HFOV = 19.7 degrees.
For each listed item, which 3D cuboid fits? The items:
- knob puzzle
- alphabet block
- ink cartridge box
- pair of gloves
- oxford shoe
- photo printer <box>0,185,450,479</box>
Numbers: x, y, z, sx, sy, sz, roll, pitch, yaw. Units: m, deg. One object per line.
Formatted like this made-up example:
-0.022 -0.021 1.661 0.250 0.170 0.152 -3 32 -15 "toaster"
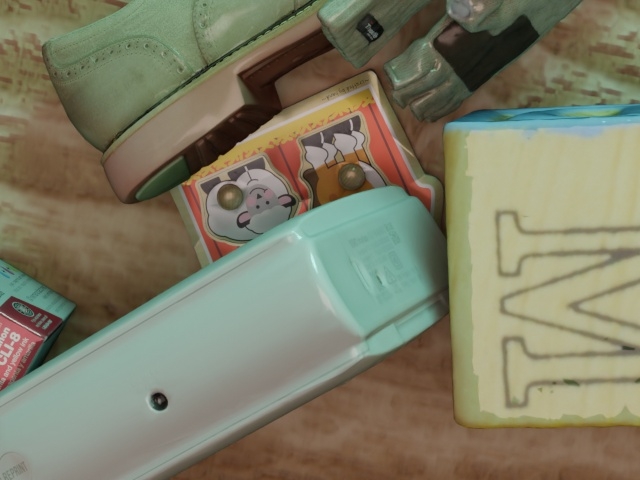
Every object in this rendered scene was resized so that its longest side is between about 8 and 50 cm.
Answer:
0.000 0.000 1.326 0.213 0.030 0.213 0 99 2 "knob puzzle"
0.188 0.011 1.227 0.193 0.192 0.197 -1 96 12 "alphabet block"
-0.287 0.063 1.300 0.176 0.128 0.127 30 99 -3 "ink cartridge box"
0.105 -0.175 1.200 0.204 0.240 0.042 -42 66 9 "pair of gloves"
-0.018 -0.196 1.244 0.397 0.140 0.146 -38 83 3 "oxford shoe"
-0.077 0.083 1.214 0.307 0.256 0.107 -31 87 21 "photo printer"
